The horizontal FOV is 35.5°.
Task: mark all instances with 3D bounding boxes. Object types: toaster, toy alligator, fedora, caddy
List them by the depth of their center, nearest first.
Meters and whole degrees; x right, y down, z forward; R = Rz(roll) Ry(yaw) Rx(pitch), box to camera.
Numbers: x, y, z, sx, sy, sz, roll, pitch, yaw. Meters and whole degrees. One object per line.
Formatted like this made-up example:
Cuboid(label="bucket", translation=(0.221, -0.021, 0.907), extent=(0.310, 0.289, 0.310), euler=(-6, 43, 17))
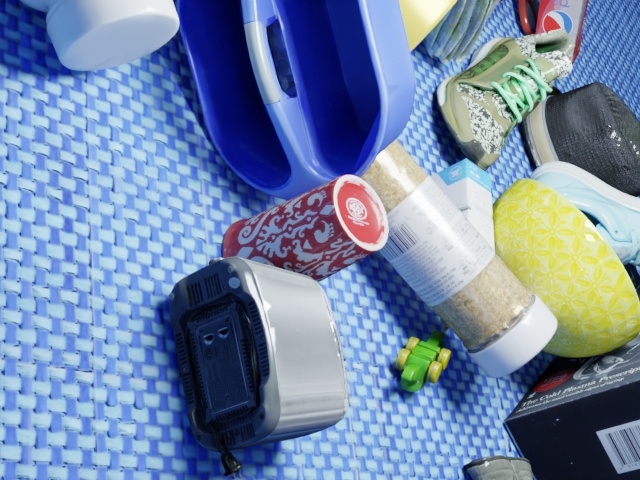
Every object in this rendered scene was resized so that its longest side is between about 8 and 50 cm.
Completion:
Cuboid(label="toaster", translation=(-0.059, 0.128, 1.049), extent=(0.146, 0.129, 0.226), euler=(7, 63, -50))
Cuboid(label="caddy", translation=(-0.032, -0.219, 1.167), extent=(0.179, 0.241, 0.341), euler=(-35, 113, -58))
Cuboid(label="toy alligator", translation=(0.143, 0.158, 1.340), extent=(0.190, 0.056, 0.051), euler=(-39, 145, -59))
Cuboid(label="fedora", translation=(0.524, -0.178, 1.895), extent=(0.334, 0.153, 0.334), euler=(28, 50, -39))

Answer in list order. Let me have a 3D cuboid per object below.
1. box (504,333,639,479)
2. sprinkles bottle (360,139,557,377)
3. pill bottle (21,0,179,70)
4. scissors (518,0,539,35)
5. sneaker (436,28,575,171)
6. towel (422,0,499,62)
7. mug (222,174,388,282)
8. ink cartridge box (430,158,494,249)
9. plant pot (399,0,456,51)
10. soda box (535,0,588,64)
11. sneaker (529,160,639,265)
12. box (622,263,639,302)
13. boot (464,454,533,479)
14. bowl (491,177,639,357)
Cuboid(label="box", translation=(0.502, 0.228, 1.478), extent=(0.312, 0.343, 0.178), euler=(-30, 93, -53))
Cuboid(label="sprinkles bottle", translation=(0.158, 0.016, 1.329), extent=(0.355, 0.121, 0.121), euler=(49, 39, -4))
Cuboid(label="pill bottle", translation=(-0.261, -0.349, 1.045), extent=(0.176, 0.176, 0.318), euler=(-13, 79, -52))
Cuboid(label="scissors", translation=(0.394, -0.549, 2.018), extent=(0.109, 0.021, 0.297), euler=(-36, 109, -54))
Cuboid(label="sneaker", translation=(0.327, -0.266, 1.688), extent=(0.158, 0.182, 0.410), euler=(52, 39, -16))
Cuboid(label="towel", translation=(0.174, -0.495, 1.564), extent=(0.320, 0.090, 0.374), euler=(110, -40, -79))
Cuboid(label="mug", translation=(-0.006, -0.008, 1.155), extent=(0.150, 0.169, 0.113), euler=(-31, 93, -52))
Cuboid(label="ink cartridge box", translation=(0.192, -0.016, 1.447), extent=(0.060, 0.104, 0.180), euler=(31, 48, -36))
Cuboid(label="plant pot", translation=(0.034, -0.350, 1.346), extent=(0.239, 0.254, 0.254), euler=(44, 41, -11))
Cuboid(label="soda box", translation=(0.477, -0.474, 1.952), extent=(0.092, 0.084, 0.263), euler=(-53, 152, -49))
Cuboid(label="sneaker", translation=(0.517, 0.003, 1.731), extent=(0.366, 0.135, 0.150), euler=(23, 47, 7))
Cuboid(label="box", translation=(0.522, 0.115, 1.800), extent=(0.233, 0.059, 0.183), euler=(-26, 89, -53))
Cuboid(label="boot", translation=(0.299, 0.376, 1.374), extent=(0.247, 0.083, 0.161), euler=(24, 47, -42))
Cuboid(label="bowl", translation=(0.313, 0.070, 1.473), extent=(0.156, 0.289, 0.289), euler=(-34, 98, -9))
